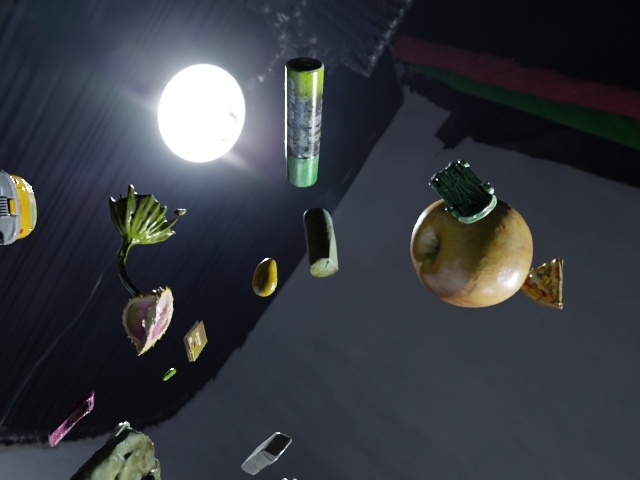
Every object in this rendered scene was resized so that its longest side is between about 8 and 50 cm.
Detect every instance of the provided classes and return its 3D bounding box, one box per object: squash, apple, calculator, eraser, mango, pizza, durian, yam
[{"bbox_3d":[-0.597,0.528,1.711,0.027,0.027,0.089,32,5,1],"label":"squash"},{"bbox_3d":[0.485,0.032,1.433,0.346,0.392,0.391,12,13,-25],"label":"apple"},{"bbox_3d":[-0.872,0.622,1.519,0.034,0.127,0.190,34,42,3],"label":"calculator"},{"bbox_3d":[-0.194,0.747,1.511,0.061,0.352,0.089,44,47,10],"label":"eraser"},{"bbox_3d":[-0.229,0.153,1.816,0.103,0.161,0.076,13,-1,13],"label":"mango"},{"bbox_3d":[0.779,0.139,1.480,0.036,0.176,0.185,11,33,-40],"label":"pizza"},{"bbox_3d":[-0.539,0.243,1.375,0.165,0.183,0.132,-20,22,-27],"label":"durian"},{"bbox_3d":[0.000,0.000,0.951,0.068,0.068,0.169,30,32,-32],"label":"yam"}]

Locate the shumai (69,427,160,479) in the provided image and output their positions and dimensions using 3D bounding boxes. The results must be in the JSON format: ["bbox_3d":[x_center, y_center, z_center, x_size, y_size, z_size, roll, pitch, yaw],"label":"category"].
[{"bbox_3d":[-0.375,0.613,0.839,0.323,0.398,0.324,26,-15,2],"label":"shumai"}]

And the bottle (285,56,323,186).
[{"bbox_3d":[-0.045,-0.296,1.133,0.093,0.093,0.330,34,-40,30],"label":"bottle"}]

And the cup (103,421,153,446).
[{"bbox_3d":[-0.669,0.718,1.513,0.141,0.120,0.120,29,4,3],"label":"cup"}]

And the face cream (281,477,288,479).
[{"bbox_3d":[-0.073,0.996,1.655,0.198,0.057,0.084,38,-4,-4],"label":"face cream"}]

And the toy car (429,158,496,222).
[{"bbox_3d":[0.285,-0.094,0.869,0.058,0.093,0.186,44,17,-34],"label":"toy car"}]

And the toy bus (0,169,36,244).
[{"bbox_3d":[-0.599,-0.053,0.729,0.209,0.126,0.136,-4,6,-9],"label":"toy bus"}]

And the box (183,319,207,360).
[{"bbox_3d":[-0.444,0.355,1.545,0.023,0.090,0.133,-8,17,8],"label":"box"}]

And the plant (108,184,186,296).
[{"bbox_3d":[-0.610,-0.018,1.431,0.251,0.180,0.334,34,34,-27],"label":"plant"}]

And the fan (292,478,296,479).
[{"bbox_3d":[-0.110,0.832,1.436,0.223,0.012,0.294,18,-19,-28],"label":"fan"}]
